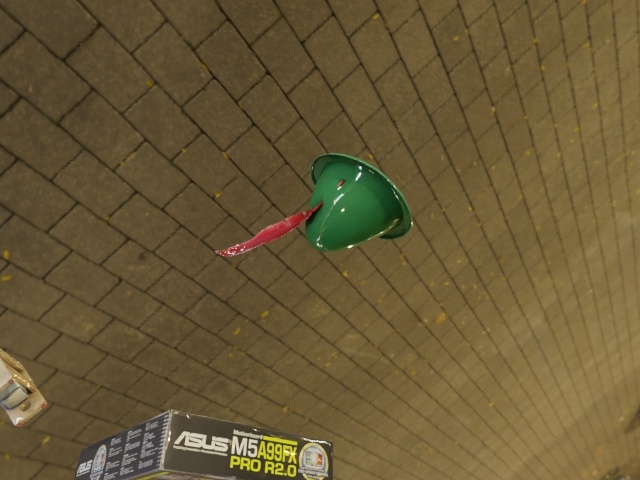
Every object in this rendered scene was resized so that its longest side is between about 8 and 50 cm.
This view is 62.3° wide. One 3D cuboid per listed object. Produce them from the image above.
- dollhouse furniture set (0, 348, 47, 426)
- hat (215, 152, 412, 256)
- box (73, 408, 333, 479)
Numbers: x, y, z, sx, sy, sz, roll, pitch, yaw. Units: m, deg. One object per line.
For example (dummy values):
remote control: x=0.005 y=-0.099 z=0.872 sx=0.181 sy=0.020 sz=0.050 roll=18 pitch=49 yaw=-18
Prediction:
dollhouse furniture set: x=-0.640 y=0.302 z=0.973 sx=0.184 sy=0.129 sz=0.129 roll=-41 pitch=148 yaw=-22
hat: x=0.000 y=0.000 z=0.754 sx=0.173 sy=0.208 sz=0.183 roll=46 pitch=68 yaw=-14
box: x=-0.149 y=0.281 z=0.649 sx=0.216 sy=0.060 sz=0.270 roll=25 pitch=140 yaw=-31
